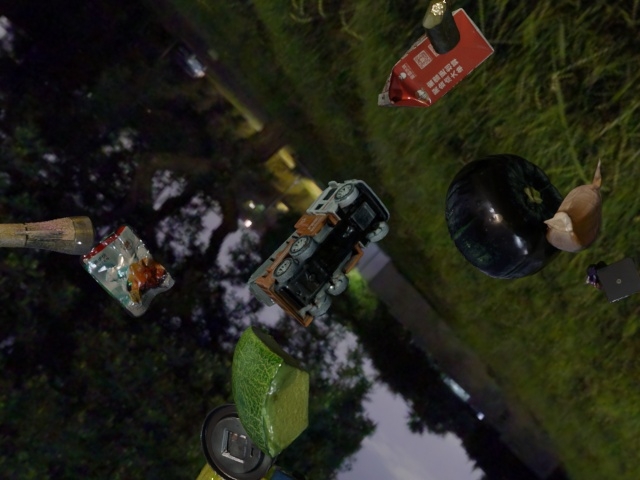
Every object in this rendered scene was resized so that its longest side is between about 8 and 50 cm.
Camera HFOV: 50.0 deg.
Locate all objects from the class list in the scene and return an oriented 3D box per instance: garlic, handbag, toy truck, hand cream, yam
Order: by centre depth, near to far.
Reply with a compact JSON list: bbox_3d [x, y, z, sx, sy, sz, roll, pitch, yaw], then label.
[{"bbox_3d":[0.525,-0.060,1.387,0.091,0.198,0.128,25,147,39],"label":"garlic"},{"bbox_3d":[-0.567,-0.012,1.392,0.203,0.083,0.084,2,-150,-40],"label":"hand cream"},{"bbox_3d":[0.000,0.000,1.427,0.133,0.338,0.184,48,161,-27],"label":"toy truck"},{"bbox_3d":[0.249,-0.448,1.436,0.070,0.069,0.146,43,-177,32],"label":"yam"},{"bbox_3d":[0.275,-0.438,1.759,0.151,0.298,0.171,47,-174,-12],"label":"handbag"}]

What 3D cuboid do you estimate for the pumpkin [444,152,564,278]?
[{"bbox_3d":[0.430,-0.053,1.625,0.315,0.315,0.238,43,141,9],"label":"pumpkin"}]

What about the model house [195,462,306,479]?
[{"bbox_3d":[-0.189,0.637,1.703,0.303,0.237,0.215,38,163,-18],"label":"model house"}]

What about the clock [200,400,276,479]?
[{"bbox_3d":[-0.177,0.440,1.498,0.184,0.184,0.040,43,-159,15],"label":"clock"}]

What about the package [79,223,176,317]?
[{"bbox_3d":[-0.504,0.086,1.823,0.232,0.166,0.040,56,169,-25],"label":"package"}]

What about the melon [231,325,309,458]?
[{"bbox_3d":[-0.122,0.271,1.387,0.124,0.196,0.323,4,-167,-23],"label":"melon"}]

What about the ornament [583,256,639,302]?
[{"bbox_3d":[0.649,0.087,1.577,0.203,0.081,0.088,-109,-2,-89],"label":"ornament"}]

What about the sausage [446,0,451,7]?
[{"bbox_3d":[0.309,-0.597,1.699,0.026,0.026,0.116,43,-171,9],"label":"sausage"}]
